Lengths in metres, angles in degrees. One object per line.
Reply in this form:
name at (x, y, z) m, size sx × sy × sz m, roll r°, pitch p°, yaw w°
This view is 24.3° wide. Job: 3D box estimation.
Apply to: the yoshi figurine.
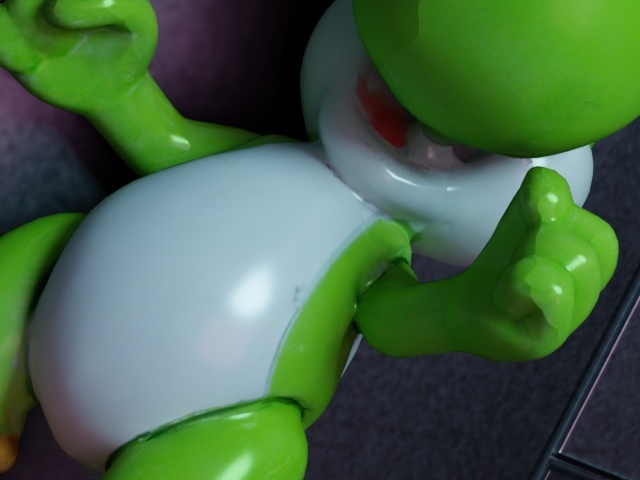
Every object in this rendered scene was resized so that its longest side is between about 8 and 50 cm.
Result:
yoshi figurine at (-0.008, -0.016, 0.493) m, size 0.362 × 0.203 × 0.203 m, roll -42°, pitch 114°, yaw -13°
